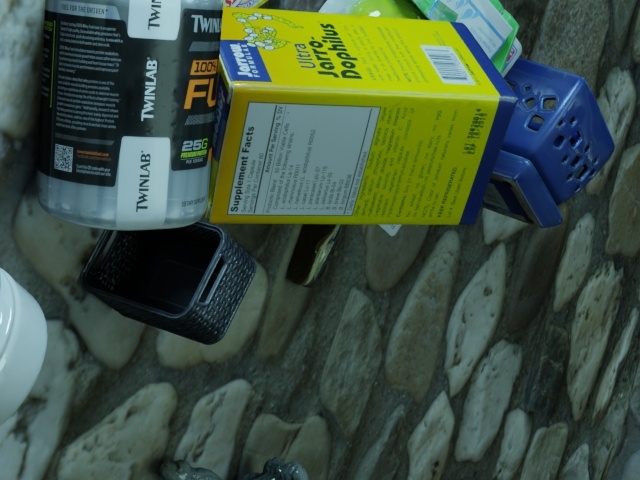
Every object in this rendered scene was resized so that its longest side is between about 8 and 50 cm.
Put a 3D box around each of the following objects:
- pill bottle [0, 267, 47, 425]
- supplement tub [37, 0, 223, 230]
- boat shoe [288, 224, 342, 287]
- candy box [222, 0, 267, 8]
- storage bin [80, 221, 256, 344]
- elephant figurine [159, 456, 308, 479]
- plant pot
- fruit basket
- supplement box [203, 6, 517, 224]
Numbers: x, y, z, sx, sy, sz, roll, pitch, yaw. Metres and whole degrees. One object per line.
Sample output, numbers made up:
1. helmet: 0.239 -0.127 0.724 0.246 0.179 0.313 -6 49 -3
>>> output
1. pill bottle: -0.429 0.026 1.067 0.224 0.224 0.392 -61 144 -19
2. supplement tub: -0.209 -0.181 1.328 0.194 0.194 0.316 -13 112 -53
3. boat shoe: 0.000 0.000 1.822 0.152 0.056 0.049 -62 150 -3
4. candy box: -0.117 -0.333 1.550 0.206 0.027 0.105 -45 139 -36
5. storage bin: -0.184 0.040 1.457 0.084 0.180 0.122 45 65 -51
6. elephant figurine: -0.132 0.405 1.723 0.239 0.186 0.169 -7 151 -43
7. plant pot: 0.343 -0.167 2.095 0.212 0.236 0.236 -58 142 -13
8. fruit basket: 0.113 -0.228 1.680 0.327 0.165 0.353 41 76 -35
9. supplement box: 0.026 -0.152 1.488 0.357 0.195 0.194 0 128 -19
